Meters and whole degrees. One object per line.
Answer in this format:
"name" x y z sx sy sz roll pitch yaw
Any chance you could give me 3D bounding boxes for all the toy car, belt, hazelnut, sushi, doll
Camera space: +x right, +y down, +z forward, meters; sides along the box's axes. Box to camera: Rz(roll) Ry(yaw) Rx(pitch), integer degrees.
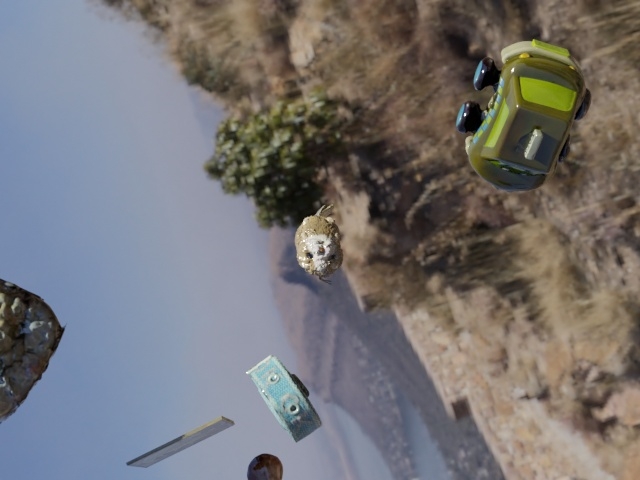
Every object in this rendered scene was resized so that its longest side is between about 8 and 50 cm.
"toy car" 0.345 -0.191 1.615 0.198 0.204 0.247 -79 7 -59
"belt" -0.064 0.303 1.854 0.163 0.082 0.147 56 170 -1
"hazelnut" -0.111 0.481 1.973 0.086 0.086 0.086 163 90 -85
"sushi" -0.686 0.221 1.802 0.285 0.328 0.328 -39 32 57
"doll" -0.007 0.000 2.200 0.221 0.105 0.114 -99 5 -49

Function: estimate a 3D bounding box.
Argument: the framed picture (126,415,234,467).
"framed picture" -0.270 0.396 1.884 0.010 0.201 0.136 63 178 15
